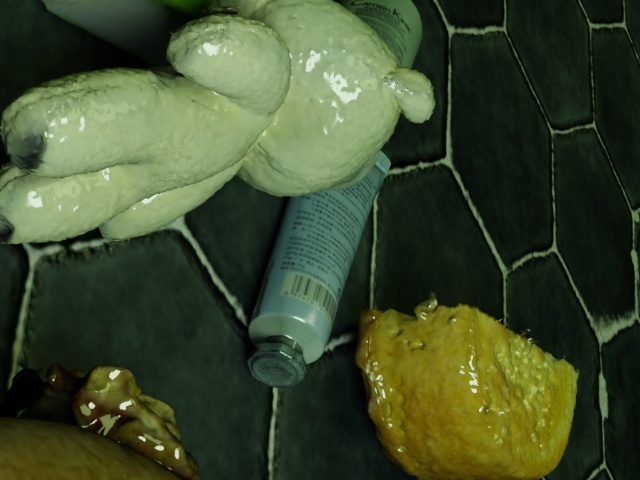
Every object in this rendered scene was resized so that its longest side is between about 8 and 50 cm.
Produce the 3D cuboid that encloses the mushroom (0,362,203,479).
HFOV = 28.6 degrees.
[{"bbox_3d":[-0.124,0.196,0.601,0.263,0.195,0.283,23,61,-45],"label":"mushroom"}]

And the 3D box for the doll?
[{"bbox_3d":[-0.079,-0.084,0.767,0.278,0.175,0.149,-19,97,-38],"label":"doll"}]

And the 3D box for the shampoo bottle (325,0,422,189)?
[{"bbox_3d":[0.031,-0.144,1.033,0.085,0.085,0.262,60,29,-25],"label":"shampoo bottle"}]

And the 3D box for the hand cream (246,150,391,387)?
[{"bbox_3d":[0.000,0.000,0.987,0.091,0.058,0.271,40,43,-22],"label":"hand cream"}]

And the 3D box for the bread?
[{"bbox_3d":[0.122,0.137,1.040,0.229,0.143,0.139,30,55,-46],"label":"bread"}]

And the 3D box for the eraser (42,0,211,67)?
[{"bbox_3d":[-0.095,-0.261,0.896,0.210,0.092,0.274,24,61,-52],"label":"eraser"}]
